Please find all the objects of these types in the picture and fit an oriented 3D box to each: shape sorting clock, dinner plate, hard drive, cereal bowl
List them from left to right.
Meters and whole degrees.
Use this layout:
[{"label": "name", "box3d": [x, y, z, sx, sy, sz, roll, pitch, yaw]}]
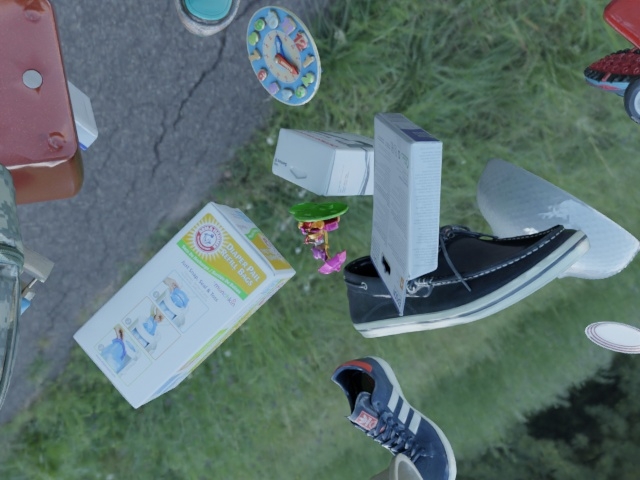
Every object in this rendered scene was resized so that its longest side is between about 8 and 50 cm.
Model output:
[{"label": "hard drive", "box3d": [-0.502, -0.288, 1.087, 0.040, 0.210, 0.318, -45, 126, 6]}, {"label": "shape sorting clock", "box3d": [-0.079, -0.372, 1.390, 0.040, 0.206, 0.206, -36, 165, -39]}, {"label": "cereal bowl", "box3d": [0.454, -0.024, 1.382, 0.339, 0.339, 0.141, 22, 104, -48]}, {"label": "dinner plate", "box3d": [0.656, 0.208, 1.500, 0.141, 0.017, 0.141, 21, 155, 10]}]

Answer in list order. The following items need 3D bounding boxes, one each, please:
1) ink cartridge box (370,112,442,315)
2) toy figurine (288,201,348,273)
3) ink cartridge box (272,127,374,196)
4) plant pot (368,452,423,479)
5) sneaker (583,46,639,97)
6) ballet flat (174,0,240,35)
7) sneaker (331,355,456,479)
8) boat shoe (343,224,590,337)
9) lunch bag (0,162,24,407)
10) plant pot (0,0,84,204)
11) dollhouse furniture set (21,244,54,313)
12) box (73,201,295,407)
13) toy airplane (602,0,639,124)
[{"label": "ink cartridge box", "box3d": [0.110, -0.044, 0.920, 0.045, 0.223, 0.224, -1, 110, -7]}, {"label": "toy figurine", "box3d": [0.000, 0.000, 1.631, 0.130, 0.173, 0.159, -22, 112, -33]}, {"label": "ink cartridge box", "box3d": [0.055, -0.199, 1.743, 0.289, 0.211, 0.122, -6, 114, -45]}, {"label": "plant pot", "box3d": [0.048, 0.551, 1.071, 0.305, 0.334, 0.334, -25, 150, 10]}, {"label": "sneaker", "box3d": [0.562, -0.244, 1.169, 0.104, 0.262, 0.125, -34, 126, -13]}, {"label": "ballet flat", "box3d": [-0.130, -0.416, 0.895, 0.107, 0.316, 0.106, 17, 175, -11]}, {"label": "sneaker", "box3d": [0.141, 0.396, 1.464, 0.148, 0.350, 0.131, 8, 121, -44]}, {"label": "boat shoe", "box3d": [0.217, 0.051, 1.183, 0.186, 0.156, 0.500, -28, -175, -41]}, {"label": "lunch bag", "box3d": [-0.389, 0.081, 0.564, 0.305, 0.256, 0.212, -24, 162, 36]}, {"label": "plant pot", "box3d": [-0.414, -0.167, 0.805, 0.267, 0.267, 0.235, -12, -172, -31]}, {"label": "dollhouse furniture set", "box3d": [-0.511, 0.089, 1.000, 0.129, 0.129, 0.183, 36, 124, -23]}, {"label": "box", "box3d": [-0.139, 0.066, 0.736, 0.203, 0.103, 0.114, -43, 173, 7]}, {"label": "toy airplane", "box3d": [0.574, -0.216, 0.774, 0.384, 0.386, 0.272, 7, 112, -25]}]
